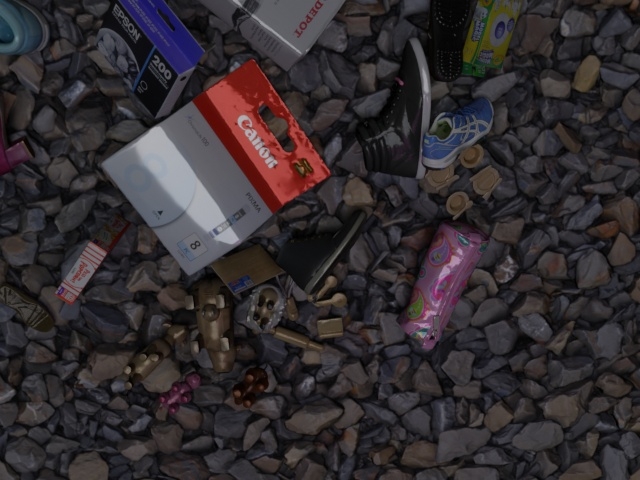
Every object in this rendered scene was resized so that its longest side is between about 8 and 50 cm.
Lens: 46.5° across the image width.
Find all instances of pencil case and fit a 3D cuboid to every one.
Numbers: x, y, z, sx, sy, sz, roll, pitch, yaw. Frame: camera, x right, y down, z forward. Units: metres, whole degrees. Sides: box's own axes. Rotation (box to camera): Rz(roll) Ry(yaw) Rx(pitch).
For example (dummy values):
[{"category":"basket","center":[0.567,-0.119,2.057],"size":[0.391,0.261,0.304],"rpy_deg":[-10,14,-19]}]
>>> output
[{"category":"pencil case","center":[0.270,0.095,1.652],"size":[0.124,0.124,0.284],"rpy_deg":[20,107,-6]}]

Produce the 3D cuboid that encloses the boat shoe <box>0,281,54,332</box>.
[{"category":"boat shoe","center":[-0.681,0.153,1.725],"size":[0.153,0.048,0.056],"rpy_deg":[40,93,-19]}]

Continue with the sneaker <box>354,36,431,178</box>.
[{"category":"sneaker","center":[0.145,-0.264,1.534],"size":[0.146,0.105,0.296],"rpy_deg":[-3,114,-4]}]

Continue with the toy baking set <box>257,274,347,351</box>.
[{"category":"toy baking set","center":[-0.057,0.149,1.725],"size":[0.256,0.030,0.197],"rpy_deg":[17,106,-6]}]

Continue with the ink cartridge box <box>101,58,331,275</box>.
[{"category":"ink cartridge box","center":[-0.217,-0.149,1.587],"size":[0.384,0.091,0.308],"rpy_deg":[-32,106,12]}]

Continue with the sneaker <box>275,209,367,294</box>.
[{"category":"sneaker","center":[0.000,0.000,1.643],"size":[0.118,0.083,0.222],"rpy_deg":[39,91,13]}]

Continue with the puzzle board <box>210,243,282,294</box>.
[{"category":"puzzle board","center":[-0.162,0.063,1.634],"size":[0.128,0.096,0.011],"rpy_deg":[-24,147,-30]}]

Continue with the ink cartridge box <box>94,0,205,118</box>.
[{"category":"ink cartridge box","center":[-0.338,-0.376,1.450],"size":[0.206,0.045,0.208],"rpy_deg":[51,138,3]}]

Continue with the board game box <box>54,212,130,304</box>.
[{"category":"board game box","center":[-0.486,0.035,1.598],"size":[0.045,0.193,0.147],"rpy_deg":[35,107,-11]}]

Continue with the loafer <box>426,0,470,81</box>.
[{"category":"loafer","center":[0.241,-0.418,1.484],"size":[0.080,0.078,0.220],"rpy_deg":[9,84,-17]}]

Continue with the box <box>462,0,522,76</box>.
[{"category":"box","center":[0.339,-0.414,1.484],"size":[0.043,0.105,0.179],"rpy_deg":[32,116,37]}]

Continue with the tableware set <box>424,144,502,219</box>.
[{"category":"tableware set","center":[0.308,-0.133,1.595],"size":[0.141,0.020,0.169],"rpy_deg":[-38,123,2]}]

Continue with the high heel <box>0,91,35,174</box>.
[{"category":"high heel","center":[-0.709,-0.253,1.559],"size":[0.117,0.082,0.244],"rpy_deg":[-24,121,-2]}]

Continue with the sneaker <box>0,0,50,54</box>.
[{"category":"sneaker","center":[-0.722,-0.464,1.447],"size":[0.365,0.150,0.135],"rpy_deg":[17,108,-5]}]

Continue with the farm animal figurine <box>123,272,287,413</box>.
[{"category":"farm animal figurine","center":[-0.260,0.228,1.689],"size":[0.330,0.172,0.327],"rpy_deg":[12,96,2]}]

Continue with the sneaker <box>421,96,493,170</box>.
[{"category":"sneaker","center":[0.282,-0.231,1.514],"size":[0.211,0.080,0.081],"rpy_deg":[-45,141,-25]}]

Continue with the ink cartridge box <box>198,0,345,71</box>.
[{"category":"ink cartridge box","center":[-0.106,-0.507,1.401],"size":[0.307,0.129,0.223],"rpy_deg":[37,79,-11]}]

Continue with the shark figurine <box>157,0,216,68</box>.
[{"category":"shark figurine","center":[-0.308,-0.476,1.462],"size":[0.166,0.116,0.279],"rpy_deg":[-4,107,3]}]
